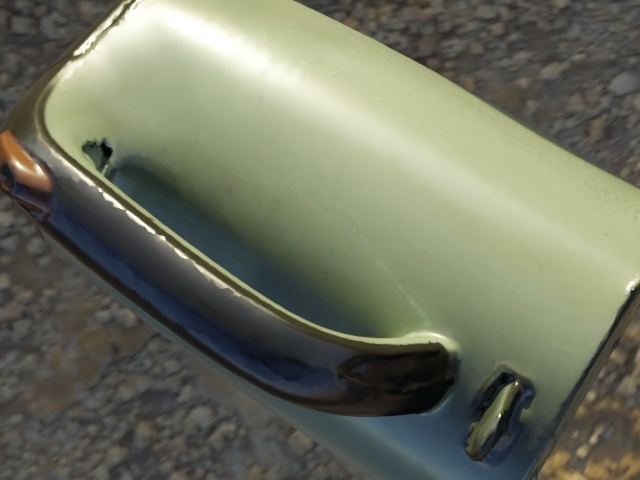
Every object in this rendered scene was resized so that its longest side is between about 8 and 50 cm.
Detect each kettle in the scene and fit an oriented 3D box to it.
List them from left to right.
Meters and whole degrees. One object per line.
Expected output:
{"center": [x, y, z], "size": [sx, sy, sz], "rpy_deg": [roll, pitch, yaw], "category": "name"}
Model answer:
{"center": [0.000, 0.000, 0.763], "size": [0.255, 0.240, 0.165], "rpy_deg": [33, 111, 10], "category": "kettle"}
